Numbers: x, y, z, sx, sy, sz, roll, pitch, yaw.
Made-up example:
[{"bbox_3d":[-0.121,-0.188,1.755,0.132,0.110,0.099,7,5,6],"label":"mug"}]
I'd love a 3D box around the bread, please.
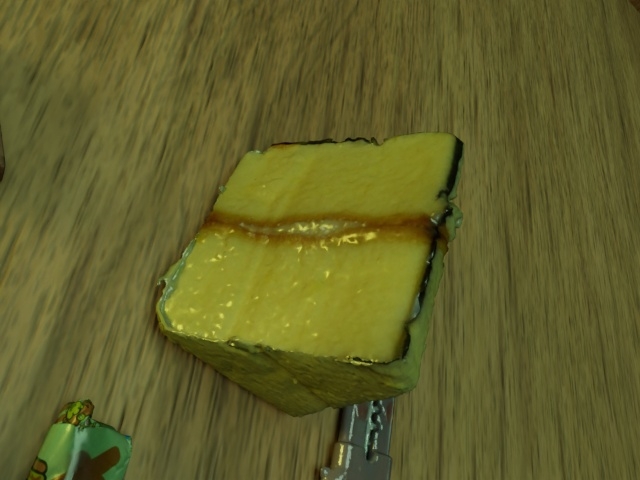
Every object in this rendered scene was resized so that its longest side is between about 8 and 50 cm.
[{"bbox_3d":[0.000,0.000,0.462,0.198,0.236,0.263,35,55,-22],"label":"bread"}]

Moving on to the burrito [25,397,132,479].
[{"bbox_3d":[-0.188,0.265,0.341,0.104,0.054,0.288,28,56,-28],"label":"burrito"}]

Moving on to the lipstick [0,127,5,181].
[{"bbox_3d":[-0.299,-0.122,0.409,0.045,0.045,0.145,-7,77,-37],"label":"lipstick"}]

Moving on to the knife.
[{"bbox_3d":[0.074,0.134,0.597,0.132,0.038,0.398,27,59,-23],"label":"knife"}]
